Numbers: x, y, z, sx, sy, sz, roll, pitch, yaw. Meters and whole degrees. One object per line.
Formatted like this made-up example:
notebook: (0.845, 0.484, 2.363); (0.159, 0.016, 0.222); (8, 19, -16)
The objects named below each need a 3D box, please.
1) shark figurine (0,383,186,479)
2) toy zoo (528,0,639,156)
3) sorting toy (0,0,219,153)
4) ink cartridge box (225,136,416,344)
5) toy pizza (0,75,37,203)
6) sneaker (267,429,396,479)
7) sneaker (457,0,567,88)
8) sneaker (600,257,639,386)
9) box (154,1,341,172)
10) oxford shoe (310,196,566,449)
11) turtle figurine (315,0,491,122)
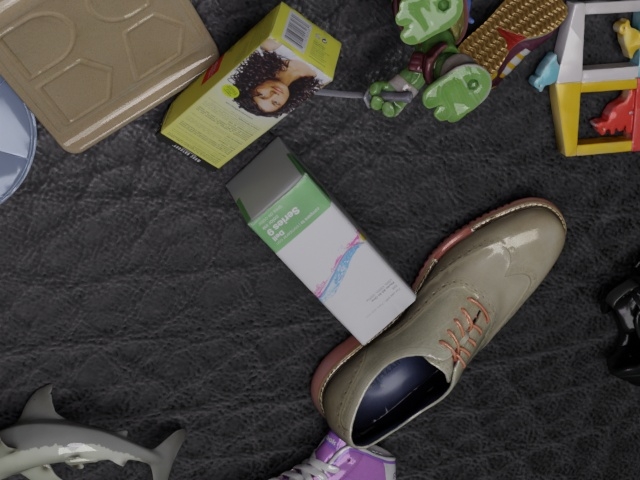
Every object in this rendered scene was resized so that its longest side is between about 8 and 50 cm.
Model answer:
shark figurine: (-0.301, 0.229, 1.532); (0.278, 0.116, 0.166); (-1, 144, -6)
toy zoo: (0.397, -0.206, 1.585); (0.293, 0.030, 0.192); (-6, 112, -12)
sorting toy: (-0.201, -0.246, 1.374); (0.307, 0.041, 0.229); (-32, 140, 0)
ink cartridge box: (0.000, 0.000, 1.489); (0.093, 0.154, 0.212); (-43, 115, 3)
toy pizza: (-0.414, -0.118, 1.403); (0.201, 0.032, 0.201); (-5, 112, -13)
sneaker: (-0.033, 0.313, 1.637); (0.282, 0.102, 0.161); (0, 107, -26)
sneaker: (0.213, -0.231, 1.514); (0.185, 0.084, 0.069); (-36, 81, -22)
sneaker: (0.444, 0.063, 1.660); (0.146, 0.102, 0.293); (3, 109, -15)
box: (-0.082, -0.160, 1.386); (0.087, 0.058, 0.232); (31, 142, -22)
oxford shoe: (0.166, 0.113, 1.580); (0.397, 0.146, 0.140); (-46, 114, 5)
turtle figurine: (0.062, -0.218, 1.366); (0.274, 0.266, 0.198); (6, 110, -14)
